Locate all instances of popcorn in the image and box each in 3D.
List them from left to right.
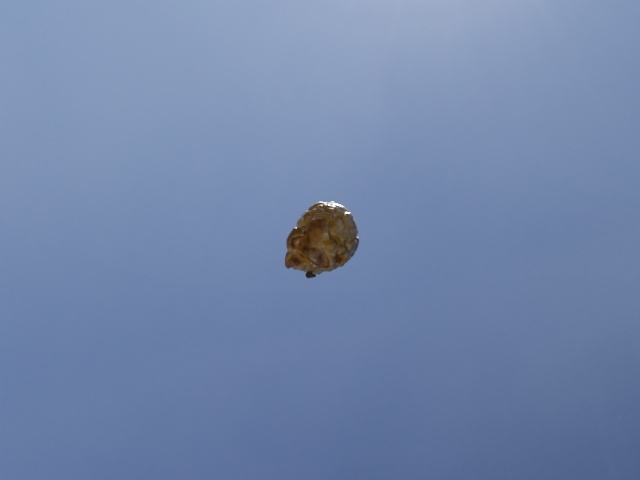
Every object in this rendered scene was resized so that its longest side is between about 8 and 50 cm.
[{"bbox_3d":[0.000,0.000,1.524,0.180,0.180,0.170,-29,-136,30],"label":"popcorn"}]
